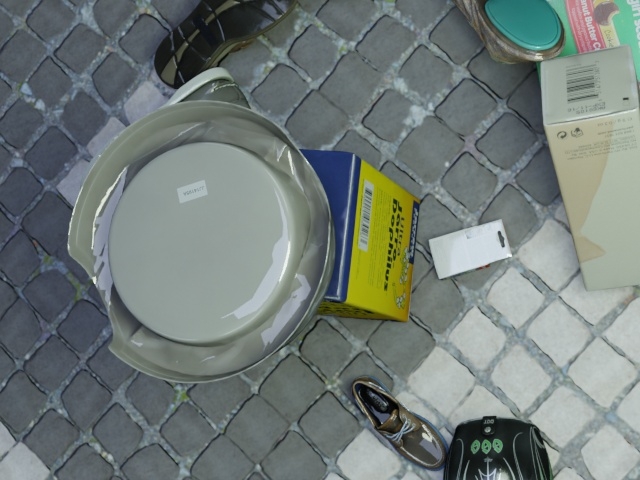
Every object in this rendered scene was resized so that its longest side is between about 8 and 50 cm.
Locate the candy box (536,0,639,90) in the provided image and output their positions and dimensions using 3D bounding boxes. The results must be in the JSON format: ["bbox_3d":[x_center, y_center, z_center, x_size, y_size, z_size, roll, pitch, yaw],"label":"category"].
[{"bbox_3d":[0.469,-0.272,1.794,0.317,0.122,0.268,-11,77,14],"label":"candy box"}]

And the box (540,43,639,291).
[{"bbox_3d":[0.385,-0.090,1.687,0.121,0.311,0.148,-10,41,16],"label":"box"}]

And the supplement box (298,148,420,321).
[{"bbox_3d":[0.000,0.000,1.773,0.194,0.356,0.195,4,84,19],"label":"supplement box"}]

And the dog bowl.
[{"bbox_3d":[-0.139,0.005,1.575,0.348,0.102,0.349,-3,81,17],"label":"dog bowl"}]

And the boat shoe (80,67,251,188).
[{"bbox_3d":[-0.247,-0.149,2.001,0.305,0.109,0.091,-38,69,5],"label":"boat shoe"}]

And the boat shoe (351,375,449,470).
[{"bbox_3d":[0.111,0.272,1.854,0.183,0.066,0.066,39,95,18],"label":"boat shoe"}]

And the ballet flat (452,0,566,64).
[{"bbox_3d":[0.258,-0.318,1.790,0.107,0.106,0.316,-13,45,-10],"label":"ballet flat"}]

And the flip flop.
[{"bbox_3d":[-0.150,-0.340,2.022,0.277,0.080,0.112,-37,80,25],"label":"flip flop"}]

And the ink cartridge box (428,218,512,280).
[{"bbox_3d":[0.225,0.014,1.877,0.115,0.029,0.063,-17,77,13],"label":"ink cartridge box"}]

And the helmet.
[{"bbox_3d":[0.249,0.341,1.763,0.169,0.169,0.162,-5,64,16],"label":"helmet"}]
